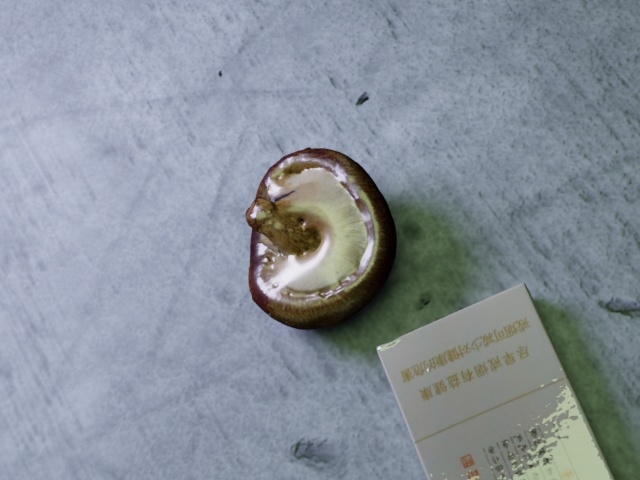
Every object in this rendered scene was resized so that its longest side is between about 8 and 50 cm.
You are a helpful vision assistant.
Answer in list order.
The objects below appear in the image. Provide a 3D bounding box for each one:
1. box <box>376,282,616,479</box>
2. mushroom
[{"bbox_3d":[0.222,0.250,1.673,0.204,0.051,0.365,-24,63,5],"label":"box"},{"bbox_3d":[0.002,0.002,1.807,0.194,0.138,0.231,11,82,6],"label":"mushroom"}]
